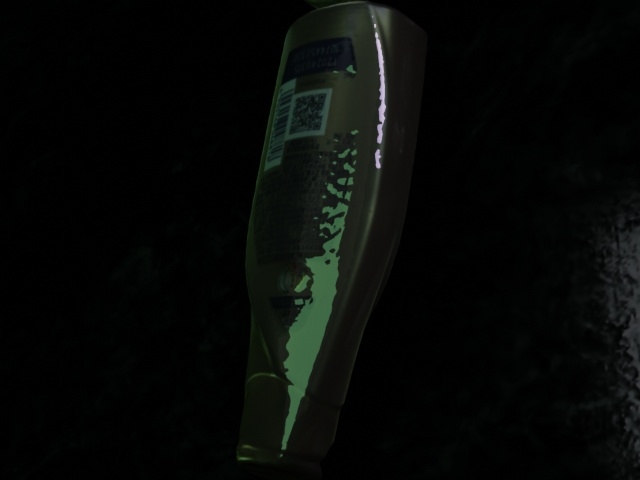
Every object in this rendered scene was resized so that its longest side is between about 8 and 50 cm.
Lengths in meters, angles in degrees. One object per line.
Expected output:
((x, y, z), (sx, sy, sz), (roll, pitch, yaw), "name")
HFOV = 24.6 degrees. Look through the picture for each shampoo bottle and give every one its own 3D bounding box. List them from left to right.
((0.000, 0.000, 1.059), (0.125, 0.084, 0.350), (-9, 63, 40), "shampoo bottle")

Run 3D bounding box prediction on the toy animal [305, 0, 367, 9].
((0.017, -0.222, 1.174), (0.098, 0.137, 0.098), (-20, 18, 7), "toy animal")
